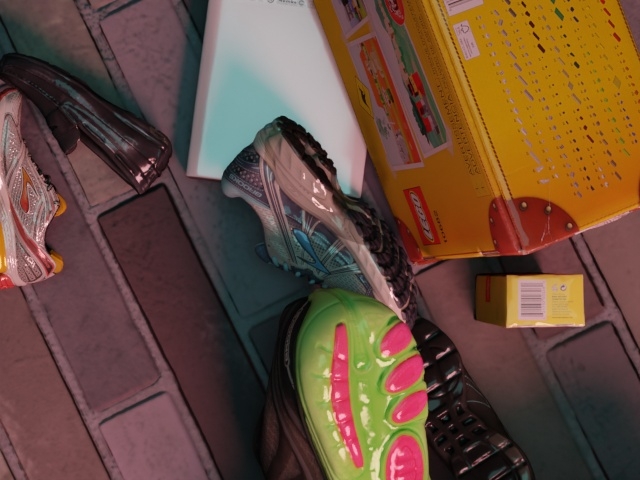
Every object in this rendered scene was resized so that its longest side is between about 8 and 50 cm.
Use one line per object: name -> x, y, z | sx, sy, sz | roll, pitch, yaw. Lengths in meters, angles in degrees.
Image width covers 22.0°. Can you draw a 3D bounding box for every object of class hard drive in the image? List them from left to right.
hard drive -> -0.035, -0.212, 1.900 | 0.203, 0.040, 0.308 | 7, 87, -2

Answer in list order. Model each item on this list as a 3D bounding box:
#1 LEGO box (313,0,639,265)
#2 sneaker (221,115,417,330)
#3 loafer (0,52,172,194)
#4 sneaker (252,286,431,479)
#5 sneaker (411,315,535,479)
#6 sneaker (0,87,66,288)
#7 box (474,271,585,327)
LEGO box -> 0.142, -0.238, 1.716 | 0.193, 0.372, 0.500 | -22, 93, -13
sneaker -> 0.000, 0.000, 1.850 | 0.122, 0.110, 0.283 | -35, 97, 21
loafer -> -0.275, -0.135, 1.868 | 0.223, 0.076, 0.078 | 32, 78, -4
sneaker -> 0.029, 0.280, 1.823 | 0.185, 0.202, 0.483 | -4, 104, -21
sneaker -> 0.148, 0.205, 1.866 | 0.101, 0.106, 0.267 | -32, 69, 1
sneaker -> -0.336, -0.061, 1.859 | 0.092, 0.088, 0.225 | -6, 103, -10
box -> 0.225, 0.064, 1.802 | 0.087, 0.232, 0.058 | -1, 90, -2
